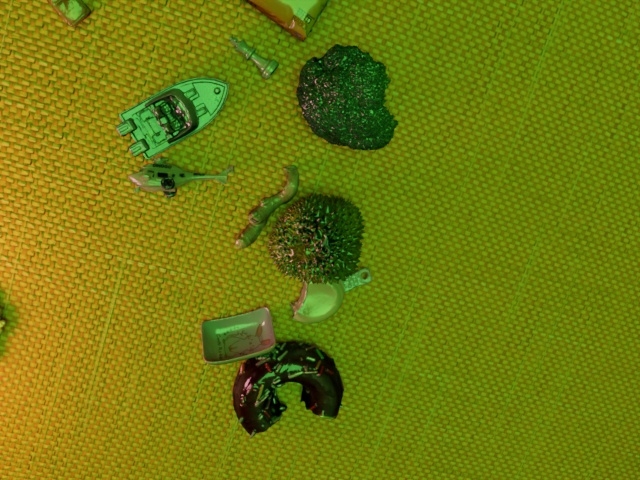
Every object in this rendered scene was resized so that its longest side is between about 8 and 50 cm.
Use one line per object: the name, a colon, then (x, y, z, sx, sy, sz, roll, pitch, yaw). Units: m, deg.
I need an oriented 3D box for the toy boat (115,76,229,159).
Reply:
toy boat: (-0.386, -0.345, 1.627, 0.320, 0.092, 0.141, -30, 107, -2)

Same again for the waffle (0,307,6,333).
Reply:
waffle: (-1.028, 0.237, 1.675, 0.281, 0.060, 0.262, 15, 96, -13)

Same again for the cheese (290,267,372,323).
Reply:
cheese: (0.034, 0.166, 1.817, 0.249, 0.071, 0.163, -3, 102, -9)

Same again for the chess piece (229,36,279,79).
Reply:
chess piece: (-0.187, -0.506, 1.647, 0.149, 0.059, 0.059, 37, 94, -7)

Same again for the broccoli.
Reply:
broccoli: (0.083, -0.381, 1.622, 0.275, 0.308, 0.307, -34, 109, -40)

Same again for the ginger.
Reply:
ginger: (-0.151, -0.095, 1.730, 0.288, 0.075, 0.089, -53, 146, 3)

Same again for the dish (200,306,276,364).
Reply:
dish: (-0.238, 0.293, 1.777, 0.213, 0.151, 0.077, -13, 138, -3)

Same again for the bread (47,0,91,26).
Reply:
bread: (-0.656, -0.616, 1.545, 0.074, 0.053, 0.132, -39, 107, 1)

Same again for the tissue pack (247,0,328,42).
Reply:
tissue pack: (-0.101, -0.678, 1.577, 0.271, 0.134, 0.192, 31, 97, -14)

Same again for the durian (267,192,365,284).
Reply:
durian: (0.002, 0.001, 1.693, 0.292, 0.224, 0.290, -1, 96, -9)

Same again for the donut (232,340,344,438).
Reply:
donut: (-0.097, 0.439, 1.827, 0.346, 0.136, 0.259, -8, 106, -8)

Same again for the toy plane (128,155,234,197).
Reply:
toy plane: (-0.385, -0.179, 1.675, 0.287, 0.092, 0.108, 2, 77, -7)
